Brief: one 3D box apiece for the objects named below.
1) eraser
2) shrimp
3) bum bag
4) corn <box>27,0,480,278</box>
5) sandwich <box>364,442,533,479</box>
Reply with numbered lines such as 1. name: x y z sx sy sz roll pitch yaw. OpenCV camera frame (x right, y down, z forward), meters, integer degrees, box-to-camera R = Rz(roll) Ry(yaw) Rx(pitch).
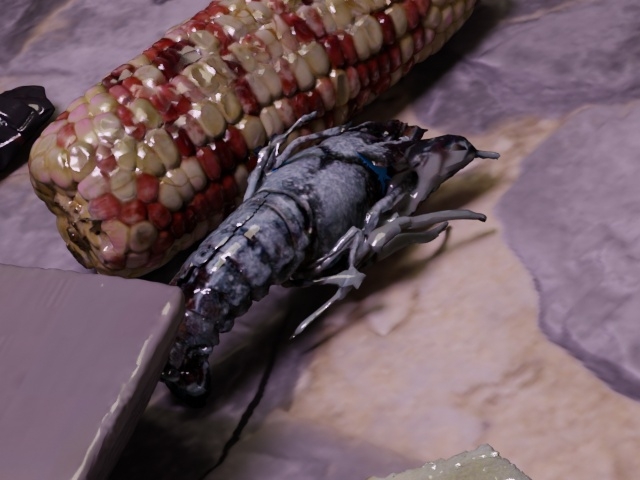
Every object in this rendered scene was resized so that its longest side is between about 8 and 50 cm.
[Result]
1. eraser: -0.204 0.065 0.779 0.352 0.077 0.111 6 53 33
2. shrimp: -0.001 -0.002 0.781 0.082 0.076 0.174 39 65 25
3. bum bag: -0.183 -0.041 0.945 0.058 0.034 0.124 4 42 50
4. corn: -0.022 -0.078 0.871 0.253 0.086 0.086 -37 40 -21
5. sandwich: 0.054 0.113 0.639 0.105 0.036 0.093 5 44 29
